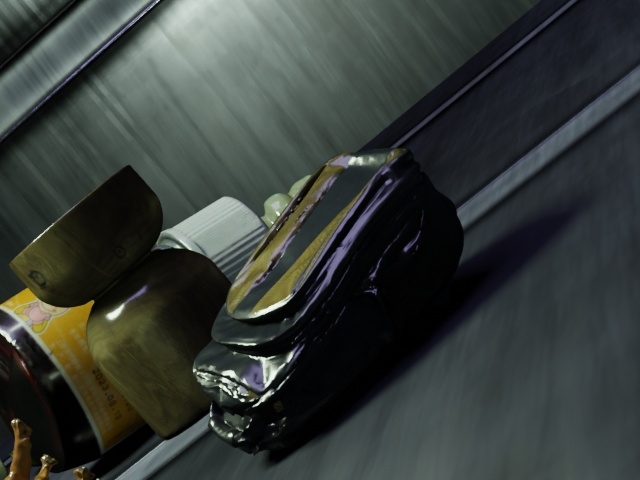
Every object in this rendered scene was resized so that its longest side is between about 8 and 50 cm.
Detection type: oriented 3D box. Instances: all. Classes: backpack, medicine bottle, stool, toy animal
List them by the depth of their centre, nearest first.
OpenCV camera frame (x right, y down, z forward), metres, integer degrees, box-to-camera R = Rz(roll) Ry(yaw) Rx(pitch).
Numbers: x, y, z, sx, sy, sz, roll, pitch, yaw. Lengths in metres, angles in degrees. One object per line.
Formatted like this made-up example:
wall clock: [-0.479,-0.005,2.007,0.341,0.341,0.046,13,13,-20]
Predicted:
backpack: [0.000,0.056,1.090,0.258,0.133,0.206,-48,16,-18]
toy animal: [-0.302,0.290,1.483,0.116,0.114,0.255,-55,-15,-18]
stool: [-0.198,0.070,1.551,0.179,0.264,0.179,-41,6,5]
medicine bottle: [-0.234,0.108,1.785,0.395,0.242,0.242,-34,2,-29]

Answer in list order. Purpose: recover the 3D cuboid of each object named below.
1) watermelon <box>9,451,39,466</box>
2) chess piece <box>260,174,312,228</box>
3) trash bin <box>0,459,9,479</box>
watermelon: [-0.460,0.337,2.267,0.105,0.062,0.105,-36,-1,-1]
chess piece: [-0.070,-0.020,2.225,0.243,0.133,0.133,-36,5,-7]
trash bin: [-0.567,0.403,1.893,0.247,0.121,0.243,-31,-12,-39]
